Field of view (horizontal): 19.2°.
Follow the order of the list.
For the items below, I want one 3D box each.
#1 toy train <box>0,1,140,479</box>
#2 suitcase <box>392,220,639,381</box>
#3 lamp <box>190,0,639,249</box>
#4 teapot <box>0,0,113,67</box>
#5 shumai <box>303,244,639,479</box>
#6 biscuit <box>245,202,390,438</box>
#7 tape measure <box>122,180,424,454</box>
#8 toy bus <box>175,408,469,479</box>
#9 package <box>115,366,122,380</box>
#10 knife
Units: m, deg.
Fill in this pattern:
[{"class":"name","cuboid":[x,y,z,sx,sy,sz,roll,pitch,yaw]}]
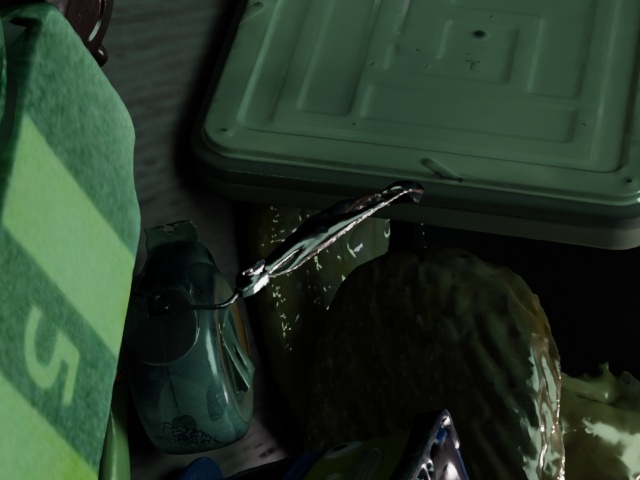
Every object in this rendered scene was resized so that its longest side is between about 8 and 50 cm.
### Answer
[{"class":"toy train","cuboid":[-0.177,0.019,0.685,0.238,0.166,0.299,60,32,-52]},{"class":"suitcase","cuboid":[0.212,-0.009,1.250,0.188,0.339,0.345,33,50,-61]},{"class":"lamp","cuboid":[0.080,-0.112,1.119,0.047,0.269,0.266,87,13,-47]},{"class":"teapot","cuboid":[-0.133,-0.116,0.938,0.068,0.045,0.100,-62,158,-19]},{"class":"shumai","cuboid":[0.092,0.108,1.080,0.153,0.161,0.210,12,49,-46]},{"class":"biscuit","cuboid":[-0.002,0.000,1.155,0.141,0.038,0.290,30,56,-51]},{"class":"tape measure","cuboid":[-0.014,0.039,0.968,0.104,0.179,0.107,-126,-161,-68]},{"class":"toy bus","cuboid":[0.029,0.246,0.960,0.138,0.175,0.288,-52,126,-64]},{"class":"package","cuboid":[-0.139,0.018,0.886,0.108,0.031,0.121,-18,94,-63]},{"class":"knife","cuboid":[-0.105,0.080,0.948,0.030,0.014,0.207,36,47,-56]}]
